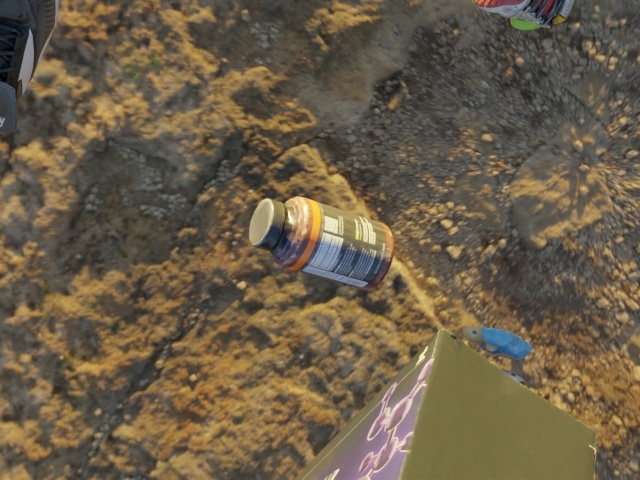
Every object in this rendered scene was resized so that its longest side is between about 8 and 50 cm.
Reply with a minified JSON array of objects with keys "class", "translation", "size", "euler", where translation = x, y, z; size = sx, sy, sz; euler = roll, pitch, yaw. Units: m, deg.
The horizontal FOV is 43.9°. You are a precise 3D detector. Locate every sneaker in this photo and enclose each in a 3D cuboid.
[{"class":"sneaker","translation":[0.229,-0.272,0.836],"size":[0.092,0.225,0.088],"euler":[36,121,5]},{"class":"sneaker","translation":[-0.285,-0.145,0.689],"size":[0.234,0.078,0.106],"euler":[-46,41,39]}]

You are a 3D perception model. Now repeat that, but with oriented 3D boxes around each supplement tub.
[{"class":"supplement tub","translation":[0.000,0.000,1.135],"size":[0.197,0.106,0.106],"euler":[17,104,-27]}]

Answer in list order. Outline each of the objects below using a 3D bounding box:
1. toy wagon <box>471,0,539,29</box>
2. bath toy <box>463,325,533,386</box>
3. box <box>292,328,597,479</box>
[{"class":"toy wagon","translation":[0.276,-0.507,1.285],"size":[0.068,0.267,0.344],"euler":[-23,43,-16]},{"class":"bath toy","translation":[0.268,0.322,1.334],"size":[0.151,0.129,0.348],"euler":[11,84,-3]},{"class":"box","translation":[0.008,0.196,0.388],"size":[0.103,0.184,0.261],"euler":[36,126,-1]}]
